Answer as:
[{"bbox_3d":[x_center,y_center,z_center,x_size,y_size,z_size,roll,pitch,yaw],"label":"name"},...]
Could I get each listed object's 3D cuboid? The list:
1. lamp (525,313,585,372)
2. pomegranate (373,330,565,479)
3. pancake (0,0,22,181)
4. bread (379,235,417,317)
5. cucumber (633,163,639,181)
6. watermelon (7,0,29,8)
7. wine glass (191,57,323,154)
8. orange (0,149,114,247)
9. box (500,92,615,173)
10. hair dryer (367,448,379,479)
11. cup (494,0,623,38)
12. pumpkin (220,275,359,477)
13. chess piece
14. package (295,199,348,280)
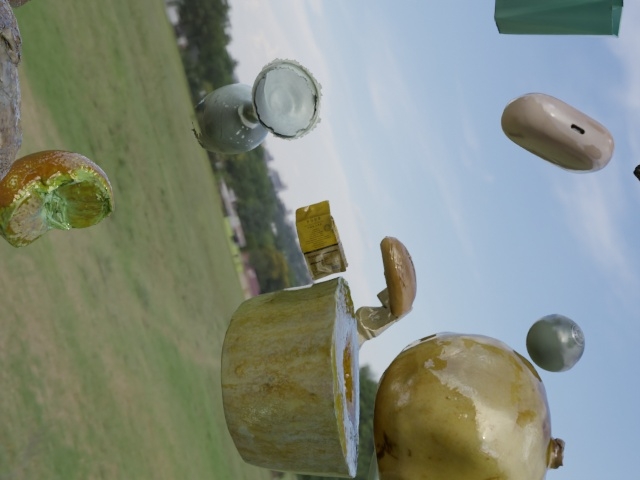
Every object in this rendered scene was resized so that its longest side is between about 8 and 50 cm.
[{"bbox_3d":[0.417,0.182,1.569,0.105,0.105,0.105,163,-90,-86],"label":"lamp"},{"bbox_3d":[0.237,0.313,1.441,0.332,0.332,0.333,163,-90,-86],"label":"pomegranate"},{"bbox_3d":[-0.452,-0.214,0.980,0.387,0.082,0.387,-7,90,-76],"label":"pancake"},{"bbox_3d":[0.181,0.080,2.015,0.114,0.077,0.189,-147,-135,-87],"label":"bread"},{"bbox_3d":[0.532,-0.067,1.352,0.163,0.043,0.039,-109,-166,-49],"label":"cucumber"},{"bbox_3d":[-0.544,-0.478,1.546,0.241,0.154,0.094,119,-48,-80],"label":"watermelon"},{"bbox_3d":[-0.129,-0.233,1.628,0.321,0.143,0.143,-8,-79,59],"label":"wine glass"},{"bbox_3d":[-0.539,-0.090,1.754,0.179,0.237,0.158,91,-27,-52],"label":"orange"},{"bbox_3d":[0.409,-0.184,1.526,0.088,0.200,0.146,-63,-170,-4],"label":"box"},{"bbox_3d":[0.157,0.474,1.806,0.075,0.206,0.237,-113,-158,-77],"label":"hair dryer"},{"bbox_3d":[0.471,-0.463,1.755,0.134,0.235,0.148,48,51,-55],"label":"cup"},{"bbox_3d":[-0.043,0.222,1.452,0.332,0.199,0.332,-1,90,-84],"label":"pumpkin"},{"bbox_3d":[0.121,0.193,2.118,0.090,0.200,0.090,54,-3,5],"label":"chess piece"},{"bbox_3d":[0.000,0.000,1.590,0.047,0.071,0.131,-57,133,-72],"label":"package"}]
